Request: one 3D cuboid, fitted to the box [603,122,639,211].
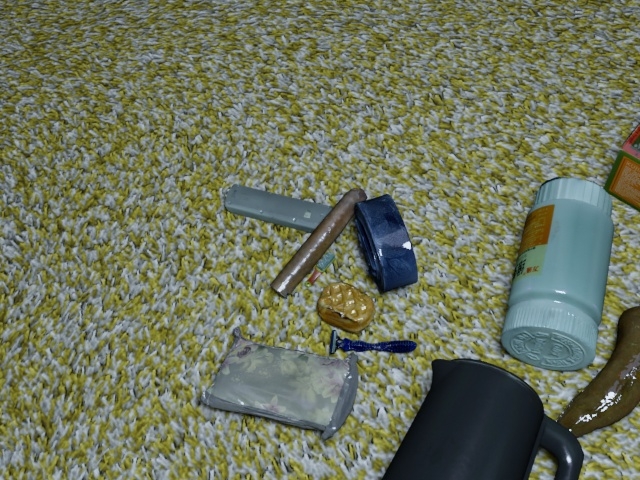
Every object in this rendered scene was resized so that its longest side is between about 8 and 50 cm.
[{"bbox_3d":[0.684,-0.141,1.455,0.195,0.148,0.177,37,69,24],"label":"box"}]

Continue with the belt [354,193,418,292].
[{"bbox_3d":[0.114,0.003,1.413,0.082,0.141,0.190,-15,57,-7],"label":"belt"}]

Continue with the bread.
[{"bbox_3d":[0.048,0.120,1.403,0.110,0.044,0.083,24,62,21],"label":"bread"}]

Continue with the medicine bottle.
[{"bbox_3d":[0.424,0.053,1.349,0.158,0.158,0.318,14,61,13],"label":"medicine bottle"}]

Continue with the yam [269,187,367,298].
[{"bbox_3d":[0.000,0.000,1.461,0.046,0.046,0.264,33,74,22],"label":"yam"}]

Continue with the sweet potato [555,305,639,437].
[{"bbox_3d":[0.495,0.233,1.286,0.286,0.085,0.112,-50,33,-12],"label":"sweet potato"}]

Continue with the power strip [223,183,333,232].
[{"bbox_3d":[-0.073,-0.062,1.534,0.252,0.027,0.060,14,60,12],"label":"power strip"}]

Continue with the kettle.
[{"bbox_3d":[0.235,0.358,1.147,0.262,0.203,0.308,15,57,28],"label":"kettle"}]

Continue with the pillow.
[{"bbox_3d":[-0.063,0.248,1.325,0.255,0.059,0.169,12,60,13],"label":"pillow"}]

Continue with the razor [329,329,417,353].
[{"bbox_3d":[0.095,0.186,1.367,0.154,0.028,0.044,1,66,6],"label":"razor"}]

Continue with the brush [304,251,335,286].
[{"bbox_3d":[-0.002,0.055,1.460,0.018,0.021,0.083,35,67,17],"label":"brush"}]
